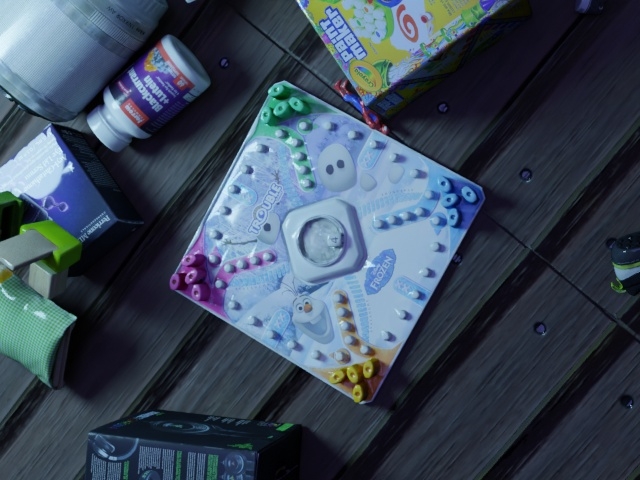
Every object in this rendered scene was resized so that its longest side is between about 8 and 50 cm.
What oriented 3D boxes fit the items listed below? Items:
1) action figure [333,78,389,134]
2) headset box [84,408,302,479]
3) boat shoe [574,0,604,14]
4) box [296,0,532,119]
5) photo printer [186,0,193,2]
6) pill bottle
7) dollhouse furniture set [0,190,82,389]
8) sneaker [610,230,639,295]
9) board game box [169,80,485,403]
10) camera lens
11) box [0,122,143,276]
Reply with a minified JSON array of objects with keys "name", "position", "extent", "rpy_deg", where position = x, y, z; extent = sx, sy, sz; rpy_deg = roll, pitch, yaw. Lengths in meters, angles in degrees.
[{"name":"action figure","position":[0.069,-0.209,1.708],"extent":[0.030,0.038,0.115],"rpy_deg":[-44,75,22]},{"name":"headset box","position":[-0.177,0.350,1.656],"extent":[0.282,0.246,0.131],"rpy_deg":[4,91,15]},{"name":"boat shoe","position":[0.417,-0.406,1.624],"extent":[0.040,0.049,0.142],"rpy_deg":[14,94,-5]},{"name":"box","position":[0.118,-0.386,1.630],"extent":[0.279,0.177,0.290],"rpy_deg":[-34,82,11]},{"name":"photo printer","position":[-0.123,-0.503,1.640],"extent":[0.256,0.308,0.107],"rpy_deg":[-31,115,19]},{"name":"pill bottle","position":[-0.283,-0.234,1.766],"extent":[0.193,0.108,0.108],"rpy_deg":[-39,80,11]},{"name":"dollhouse furniture set","position":[-0.509,0.104,1.723],"extent":[0.197,0.151,0.302],"rpy_deg":[33,126,25]},{"name":"sneaker","position":[0.538,0.025,1.579],"extent":[0.234,0.084,0.097],"rpy_deg":[-12,110,15]},{"name":"board game box","position":[0.000,0.000,1.719],"extent":[0.390,0.050,0.390],"rpy_deg":[30,97,13]},{"name":"camera lens","position":[-0.408,-0.344,1.743],"extent":[0.274,0.219,0.219],"rpy_deg":[-45,79,9]},{"name":"box","position":[-0.421,-0.065,1.798],"extent":[0.153,0.108,0.207],"rpy_deg":[-39,80,10]}]
